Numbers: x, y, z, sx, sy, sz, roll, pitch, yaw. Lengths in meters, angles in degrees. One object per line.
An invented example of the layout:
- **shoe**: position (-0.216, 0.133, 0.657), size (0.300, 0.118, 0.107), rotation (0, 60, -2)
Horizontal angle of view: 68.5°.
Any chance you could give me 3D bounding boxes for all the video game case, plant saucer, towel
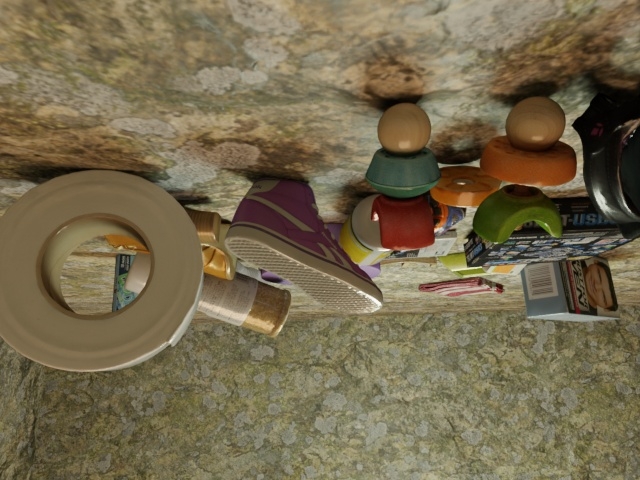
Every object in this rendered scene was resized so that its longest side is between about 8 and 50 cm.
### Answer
- **video game case**: position (0.232, 0.014, 1.152), size (0.173, 0.022, 0.190), rotation (-4, 166, 7)
- **plant saucer**: position (0.451, 0.069, 1.346), size (0.188, 0.045, 0.188), rotation (-10, 164, 27)
- **towel**: position (0.566, 0.194, 1.861), size (0.237, 0.037, 0.329), rotation (-12, 163, 36)

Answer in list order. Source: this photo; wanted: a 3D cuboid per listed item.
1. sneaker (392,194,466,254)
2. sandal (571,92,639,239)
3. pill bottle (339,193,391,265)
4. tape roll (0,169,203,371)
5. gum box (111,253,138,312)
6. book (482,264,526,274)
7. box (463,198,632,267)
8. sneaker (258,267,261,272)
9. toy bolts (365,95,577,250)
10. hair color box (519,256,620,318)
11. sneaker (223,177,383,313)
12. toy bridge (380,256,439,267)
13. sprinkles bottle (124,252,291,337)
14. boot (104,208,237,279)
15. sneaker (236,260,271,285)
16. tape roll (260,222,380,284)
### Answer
- **sneaker**: position (0.193, -0.026, 0.889), size (0.087, 0.083, 0.221), rotation (-5, 171, -22)
- **sandal**: position (0.344, -0.077, 0.526), size (0.107, 0.167, 0.446), rotation (-12, 163, 23)
- **pill bottle**: position (0.091, -0.010, 0.877), size (0.103, 0.103, 0.184), rotation (0, 165, -9)
- **tape roll**: position (-0.313, 0.046, 0.682), size (0.287, 0.285, 0.100), rotation (2, 164, -14)
- **gum box**: position (-0.432, 0.123, 1.210), size (0.185, 0.156, 0.041), rotation (9, 161, -36)
- **book**: position (0.492, 0.045, 1.213), size (0.144, 0.035, 0.096), rotation (9, 129, -35)
- **box**: position (0.486, -0.010, 0.995), size (0.296, 0.073, 0.293), rotation (-3, 166, 3)
- **sneaker**: position (-0.066, 0.073, 1.250), size (0.213, 0.080, 0.094), rotation (-4, 154, 12)
- **toy bolts**: position (0.162, -0.101, 0.577), size (0.229, 0.158, 0.218), rotation (-8, -152, -7)
- **hair color box**: position (0.714, 0.131, 1.341), size (0.375, 0.185, 0.114), rotation (11, 160, -40)
- **sneaker**: position (0.000, 0.000, 0.753), size (0.282, 0.161, 0.102), rotation (34, 142, -23)
- **toy bridge**: position (0.238, 0.058, 1.312), size (0.188, 0.026, 0.063), rotation (-2, 164, 1)
- **sprinkles bottle**: position (-0.247, 0.111, 1.066), size (0.356, 0.121, 0.121), rotation (22, 158, -16)
- **boot**: position (-0.281, 0.002, 0.917), size (0.212, 0.104, 0.295), rotation (3, 160, 2)
- **sneaker**: position (-0.255, 0.109, 1.246), size (0.153, 0.101, 0.269), rotation (-8, 146, 42)
- **tape roll**: position (-0.001, 0.040, 1.089), size (0.275, 0.090, 0.275), rotation (-1, 165, 0)
